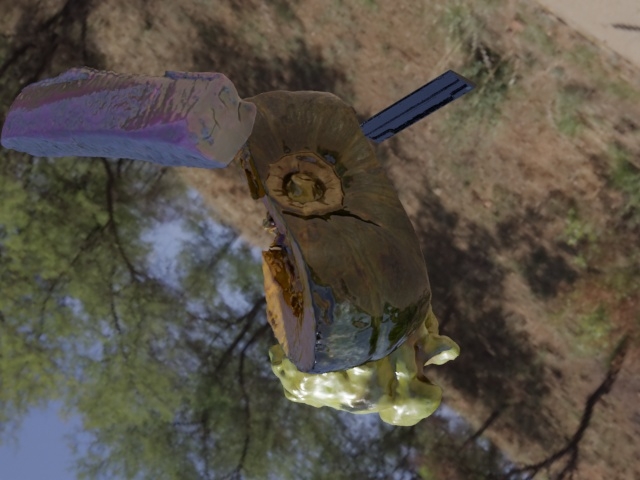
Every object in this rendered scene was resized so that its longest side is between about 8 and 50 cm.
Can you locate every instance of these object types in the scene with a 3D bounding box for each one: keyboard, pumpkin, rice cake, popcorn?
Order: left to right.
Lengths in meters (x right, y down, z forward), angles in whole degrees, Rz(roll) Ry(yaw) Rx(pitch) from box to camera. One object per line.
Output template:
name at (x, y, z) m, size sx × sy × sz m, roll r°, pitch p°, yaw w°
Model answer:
rice cake at (-0.112, -0.063, 0.445) m, size 0.206 × 0.047 × 0.036 m, roll 10°, pitch 152°, yaw 45°
pumpkin at (0.001, 0.000, 0.883) m, size 0.190 × 0.139 × 0.281 m, roll 102°, pitch 148°, yaw -57°
popcorn at (0.066, 0.129, 1.215) m, size 0.241 × 0.250 × 0.235 m, roll 21°, pitch 154°, yaw -18°
keyboard at (0.133, -0.192, 1.217) m, size 0.063 × 0.198 × 0.010 m, roll 18°, pitch -121°, yaw -38°
